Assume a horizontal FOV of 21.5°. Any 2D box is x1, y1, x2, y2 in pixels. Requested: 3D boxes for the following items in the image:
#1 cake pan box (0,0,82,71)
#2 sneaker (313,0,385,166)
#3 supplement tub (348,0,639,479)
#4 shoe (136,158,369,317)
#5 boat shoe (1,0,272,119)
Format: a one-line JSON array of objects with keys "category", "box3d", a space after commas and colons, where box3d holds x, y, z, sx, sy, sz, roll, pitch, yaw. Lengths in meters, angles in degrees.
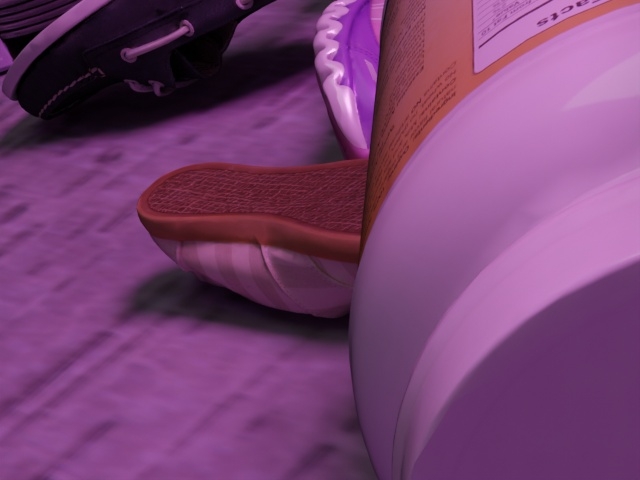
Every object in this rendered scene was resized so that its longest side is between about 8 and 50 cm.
[{"category": "cake pan box", "box3d": [-0.194, -0.236, 1.395, 0.245, 0.070, 0.267, -19, 29, 17]}, {"category": "sneaker", "box3d": [0.063, -0.107, 0.935, 0.104, 0.095, 0.236, -8, 30, 16]}, {"category": "supplement tub", "box3d": [0.126, -0.004, 0.547, 0.228, 0.228, 0.316, -18, 29, 15]}, {"category": "shoe", "box3d": [0.000, 0.000, 0.837, 0.219, 0.058, 0.076, 7, 36, 43]}, {"category": "boat shoe", "box3d": [-0.096, -0.145, 1.105, 0.302, 0.091, 0.114, -32, 5, 41]}]
